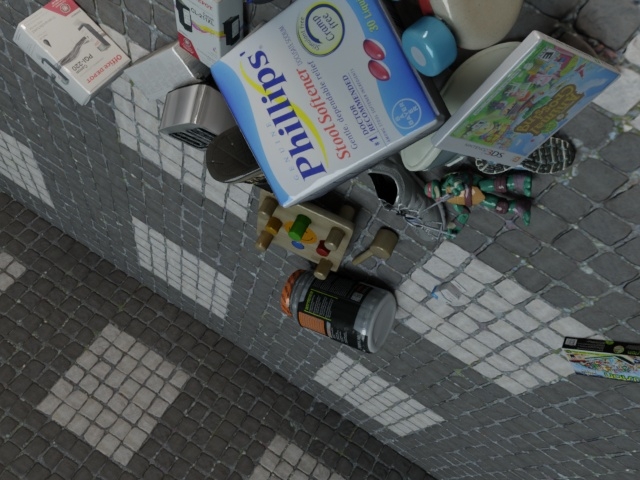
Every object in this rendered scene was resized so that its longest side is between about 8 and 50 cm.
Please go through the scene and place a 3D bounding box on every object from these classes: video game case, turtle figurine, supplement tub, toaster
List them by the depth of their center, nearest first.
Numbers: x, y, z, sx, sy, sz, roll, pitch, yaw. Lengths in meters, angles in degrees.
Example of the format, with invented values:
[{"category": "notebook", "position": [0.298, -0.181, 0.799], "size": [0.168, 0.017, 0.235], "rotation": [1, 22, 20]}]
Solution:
[{"category": "video game case", "position": [0.301, -0.196, 0.812], "size": [0.193, 0.023, 0.212], "rotation": [6, 144, -33]}, {"category": "turtle figurine", "position": [0.288, -0.085, 1.071], "size": [0.234, 0.118, 0.175], "rotation": [1, 154, 22]}, {"category": "toaster", "position": [-0.269, -0.288, 1.275], "size": [0.168, 0.110, 0.186], "rotation": [1, 165, 43]}, {"category": "supplement tub", "position": [0.051, 0.201, 1.648], "size": [0.316, 0.193, 0.193], "rotation": [17, 146, 28]}]

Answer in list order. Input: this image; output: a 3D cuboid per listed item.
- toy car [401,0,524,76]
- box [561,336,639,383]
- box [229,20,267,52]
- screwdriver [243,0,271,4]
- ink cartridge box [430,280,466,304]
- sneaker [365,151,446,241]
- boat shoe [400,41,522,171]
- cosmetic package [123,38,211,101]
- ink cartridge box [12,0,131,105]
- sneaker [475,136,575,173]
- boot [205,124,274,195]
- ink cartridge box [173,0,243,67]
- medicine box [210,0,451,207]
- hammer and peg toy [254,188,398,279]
[{"category": "toy car", "position": [0.151, -0.375, 0.756], "size": [0.210, 0.219, 0.238], "rotation": [55, 174, -33]}, {"category": "box", "position": [0.690, 0.283, 1.282], "size": [0.207, 0.036, 0.114], "rotation": [-3, 134, 47]}, {"category": "box", "position": [-0.107, -0.338, 1.085], "size": [0.137, 0.126, 0.072], "rotation": [41, 148, -10]}, {"category": "screwdriver", "position": [-0.149, -0.459, 1.058], "size": [0.170, 0.024, 0.025], "rotation": [6, 111, 43]}, {"category": "ink cartridge box", "position": [0.335, 0.137, 1.434], "size": [0.048, 0.028, 0.083], "rotation": [40, 150, -10]}, {"category": "sneaker", "position": [0.170, -0.090, 1.179], "size": [0.105, 0.115, 0.281], "rotation": [-5, 132, 48]}, {"category": "boat shoe", "position": [0.265, -0.221, 0.948], "size": [0.099, 0.116, 0.319], "rotation": [-1, 157, -29]}, {"category": "cosmetic package", "position": [-0.367, -0.407, 1.312], "size": [0.239, 0.060, 0.099], "rotation": [1, 135, 45]}, {"category": "ink cartridge box", "position": [-0.615, -0.473, 1.365], "size": [0.218, 0.158, 0.092], "rotation": [47, 148, -21]}, {"category": "sneaker", "position": [0.360, -0.154, 0.964], "size": [0.162, 0.073, 0.063], "rotation": [3, 108, 21]}, {"category": "boot", "position": [-0.014, -0.188, 1.148], "size": [0.378, 0.138, 0.284], "rotation": [-19, 170, 14]}, {"category": "ink cartridge box", "position": [-0.222, -0.441, 1.086], "size": [0.127, 0.072, 0.175], "rotation": [38, 153, 15]}, {"category": "medicine box", "position": [0.018, -0.236, 0.884], "size": [0.289, 0.149, 0.263], "rotation": [-28, 90, 25]}, {"category": "hammer and peg toy", "position": [0.000, 0.000, 1.437], "size": [0.361, 0.127, 0.266], "rotation": [25, 152, 3]}]
